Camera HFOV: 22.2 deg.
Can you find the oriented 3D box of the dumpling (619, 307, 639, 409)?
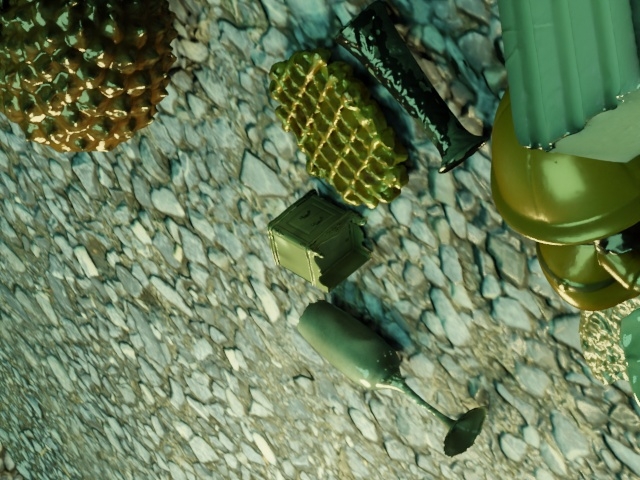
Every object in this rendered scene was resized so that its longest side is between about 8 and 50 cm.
[{"bbox_3d":[0.306,0.111,1.144,0.152,0.108,0.219,-37,109,24],"label":"dumpling"}]

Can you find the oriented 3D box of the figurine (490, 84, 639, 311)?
[{"bbox_3d":[0.218,-0.047,1.303,0.257,0.167,0.192,84,167,-47],"label":"figurine"}]

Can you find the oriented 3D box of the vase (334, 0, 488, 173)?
[{"bbox_3d":[0.085,-0.142,1.521,0.167,0.059,0.059,52,152,3],"label":"vase"}]

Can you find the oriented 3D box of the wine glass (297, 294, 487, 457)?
[{"bbox_3d":[0.072,0.148,1.856,0.262,0.074,0.074,36,147,33],"label":"wine glass"}]

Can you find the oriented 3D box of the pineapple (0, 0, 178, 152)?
[{"bbox_3d":[-0.251,-0.274,1.758,0.223,0.223,0.357,42,142,21],"label":"pineapple"}]

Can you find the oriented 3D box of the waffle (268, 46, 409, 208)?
[{"bbox_3d":[0.017,-0.114,1.676,0.191,0.038,0.191,37,147,29],"label":"waffle"}]

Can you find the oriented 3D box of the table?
[{"bbox_3d":[0.000,0.000,1.785,0.083,0.079,0.062,30,146,35],"label":"table"}]

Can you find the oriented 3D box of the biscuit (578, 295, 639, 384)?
[{"bbox_3d":[0.305,0.074,1.453,0.250,0.032,0.133,1,120,58],"label":"biscuit"}]

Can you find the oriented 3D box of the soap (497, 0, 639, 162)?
[{"bbox_3d":[0.194,-0.193,1.137,0.150,0.094,0.261,-34,56,56],"label":"soap"}]
